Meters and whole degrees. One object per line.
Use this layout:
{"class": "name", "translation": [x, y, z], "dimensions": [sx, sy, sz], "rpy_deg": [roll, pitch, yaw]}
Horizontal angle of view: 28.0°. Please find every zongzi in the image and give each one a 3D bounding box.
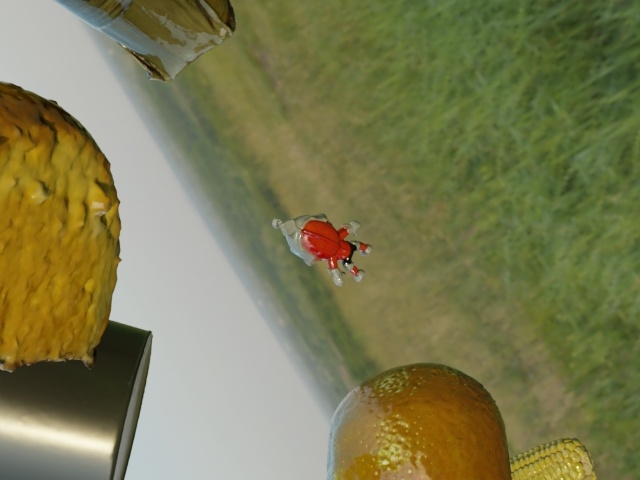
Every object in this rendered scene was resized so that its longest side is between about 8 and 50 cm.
{"class": "zongzi", "translation": [-0.174, -0.279, 1.053], "dimensions": [0.221, 0.112, 0.242], "rpy_deg": [31, -138, -48]}

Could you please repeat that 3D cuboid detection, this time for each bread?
{"class": "bread", "translation": [-0.244, -0.029, 0.804], "dimensions": [0.194, 0.179, 0.340], "rpy_deg": [26, -175, 19]}

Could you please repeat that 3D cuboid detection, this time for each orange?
{"class": "orange", "translation": [0.095, 0.240, 1.232], "dimensions": [0.158, 0.179, 0.237], "rpy_deg": [-15, -79, -84]}

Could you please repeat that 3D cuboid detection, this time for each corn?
{"class": "corn", "translation": [0.214, 0.313, 1.543], "dimensions": [0.081, 0.248, 0.081], "rpy_deg": [52, -161, -27]}

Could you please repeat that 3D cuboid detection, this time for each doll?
{"class": "doll", "translation": [-0.001, 0.000, 1.183], "dimensions": [0.114, 0.057, 0.039], "rpy_deg": [25, -166, -33]}

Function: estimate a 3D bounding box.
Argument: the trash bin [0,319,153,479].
{"class": "trash bin", "translation": [-0.318, 0.120, 1.058], "dimensions": [0.214, 0.334, 0.214], "rpy_deg": [-169, 90, -86]}
